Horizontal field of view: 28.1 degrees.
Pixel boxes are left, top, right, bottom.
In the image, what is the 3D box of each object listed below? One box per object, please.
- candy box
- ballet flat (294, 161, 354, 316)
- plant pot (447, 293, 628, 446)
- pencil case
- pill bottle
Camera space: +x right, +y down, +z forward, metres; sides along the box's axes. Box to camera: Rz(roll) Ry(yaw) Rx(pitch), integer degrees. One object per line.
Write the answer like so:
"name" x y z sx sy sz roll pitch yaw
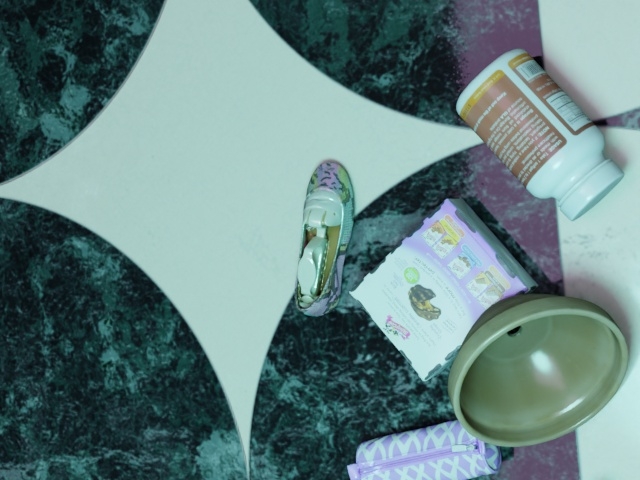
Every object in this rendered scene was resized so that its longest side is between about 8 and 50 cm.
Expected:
"candy box" 0.167 0.066 1.748 0.196 0.070 0.165 -44 77 18
"ballet flat" 0.000 0.000 1.809 0.077 0.079 0.222 9 96 23
"plant pot" 0.269 0.147 1.662 0.237 0.237 0.110 -44 37 19
"pencil case" 0.148 0.299 1.761 0.206 0.088 0.086 -18 87 23
"pill bottle" 0.287 -0.134 1.658 0.121 0.121 0.216 -44 77 19
